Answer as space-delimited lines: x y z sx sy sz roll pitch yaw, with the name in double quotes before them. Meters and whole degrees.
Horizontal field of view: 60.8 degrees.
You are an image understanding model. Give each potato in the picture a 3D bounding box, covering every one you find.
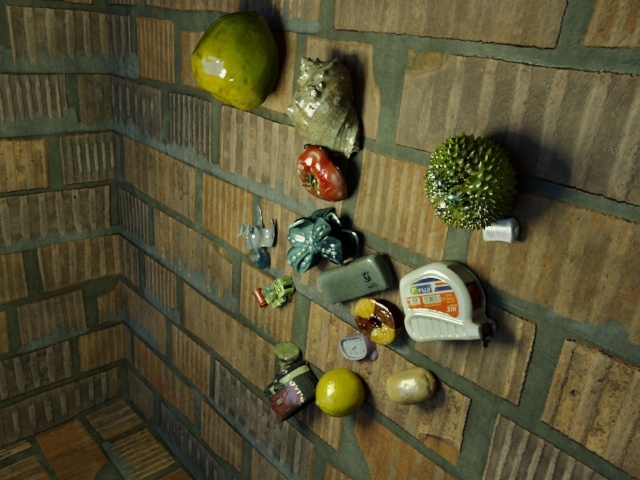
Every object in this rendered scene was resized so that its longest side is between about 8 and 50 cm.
"potato" 0.306 0.491 1.836 0.178 0.119 0.109 -21 120 36

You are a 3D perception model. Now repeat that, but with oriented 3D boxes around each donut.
"donut" 0.206 0.276 1.908 0.184 0.073 0.167 11 109 45

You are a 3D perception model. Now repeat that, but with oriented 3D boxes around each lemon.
"lemon" 0.069 0.574 2.055 0.178 0.202 0.179 44 142 47

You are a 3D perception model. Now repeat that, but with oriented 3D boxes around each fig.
"fig" -0.302 -0.671 2.025 0.343 0.343 0.344 17 113 44

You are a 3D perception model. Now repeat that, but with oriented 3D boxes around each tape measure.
"tape measure" 0.378 0.194 1.657 0.258 0.130 0.266 -14 85 46

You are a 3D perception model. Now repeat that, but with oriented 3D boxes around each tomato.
"tomato" -0.011 -0.222 1.919 0.228 0.101 0.228 48 162 21

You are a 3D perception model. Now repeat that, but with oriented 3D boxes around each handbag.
"handbag" -0.128 0.633 2.306 0.181 0.181 0.254 55 132 18

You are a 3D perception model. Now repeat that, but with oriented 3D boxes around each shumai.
"shumai" -0.142 0.501 2.356 0.123 0.098 0.087 24 135 44

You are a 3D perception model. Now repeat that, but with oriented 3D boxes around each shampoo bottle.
"shampoo bottle" 0.502 -0.031 1.511 0.099 0.043 0.072 6 103 46

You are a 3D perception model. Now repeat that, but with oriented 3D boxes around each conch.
"conch" -0.009 -0.436 1.842 0.297 0.209 0.353 -17 87 57

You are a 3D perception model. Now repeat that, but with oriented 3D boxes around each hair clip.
"hair clip" -0.004 -0.005 1.996 0.310 0.194 0.207 -13 103 47

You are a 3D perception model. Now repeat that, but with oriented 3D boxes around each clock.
"clock" 0.140 0.403 2.035 0.152 0.050 0.110 -21 85 49

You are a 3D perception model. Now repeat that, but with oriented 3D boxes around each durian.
"durian" 0.402 -0.161 1.466 0.291 0.224 0.291 57 171 14

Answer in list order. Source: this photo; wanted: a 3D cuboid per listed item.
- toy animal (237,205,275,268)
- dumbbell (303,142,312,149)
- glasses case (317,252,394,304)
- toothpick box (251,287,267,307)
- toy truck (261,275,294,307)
"toy animal" -0.271 -0.015 2.353 0.239 0.176 0.256 -1 66 45
"dumbbell" -0.044 -0.375 2.021 0.035 0.040 0.084 3 106 15
"glasses case" 0.118 0.139 1.950 0.323 0.074 0.131 -24 98 48
"toothpick box" -0.271 0.259 2.452 0.047 0.047 0.083 -45 68 45
"toy truck" -0.177 0.223 2.315 0.169 0.077 0.100 -39 69 45
